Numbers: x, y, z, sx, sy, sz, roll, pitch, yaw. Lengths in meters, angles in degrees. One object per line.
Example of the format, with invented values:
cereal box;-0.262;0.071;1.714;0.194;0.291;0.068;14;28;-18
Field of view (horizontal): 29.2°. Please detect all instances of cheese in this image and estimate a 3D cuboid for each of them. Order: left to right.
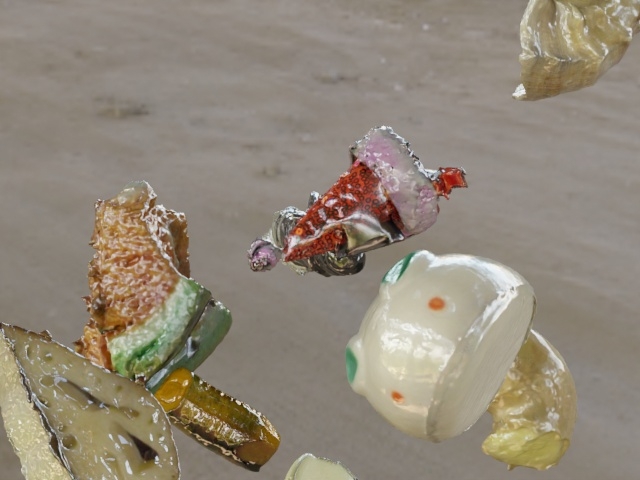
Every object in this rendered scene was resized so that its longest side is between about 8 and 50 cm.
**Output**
cheese;-0.032;0.432;1.985;0.127;0.050;0.255;46;34;10

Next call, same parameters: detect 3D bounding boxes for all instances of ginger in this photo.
ginger;0.258;0.190;1.681;0.152;0.267;0.138;-30;-8;-31

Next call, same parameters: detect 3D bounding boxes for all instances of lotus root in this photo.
lotus root;-0.228;0.203;1.230;0.170;0.074;0.260;0;58;-46

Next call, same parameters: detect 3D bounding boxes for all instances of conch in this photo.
conch;0.373;-0.315;1.821;0.186;0.324;0.263;25;64;21

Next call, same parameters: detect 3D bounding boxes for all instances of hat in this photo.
hat;0.028;-0.023;1.294;0.227;0.129;0.140;-31;43;-14

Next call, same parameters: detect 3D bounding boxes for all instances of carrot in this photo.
carrot;-0.136;0.238;1.623;0.173;0.082;0.082;34;15;-17

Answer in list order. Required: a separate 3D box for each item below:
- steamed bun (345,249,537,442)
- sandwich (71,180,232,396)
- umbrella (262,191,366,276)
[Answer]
steamed bun;0.104;0.089;1.122;0.131;0.177;0.228;29;11;20
sandwich;-0.221;0.065;1.666;0.162;0.301;0.250;6;28;42
umbrella;0.005;0.003;1.814;0.106;0.113;0.358;-39;12;-9
